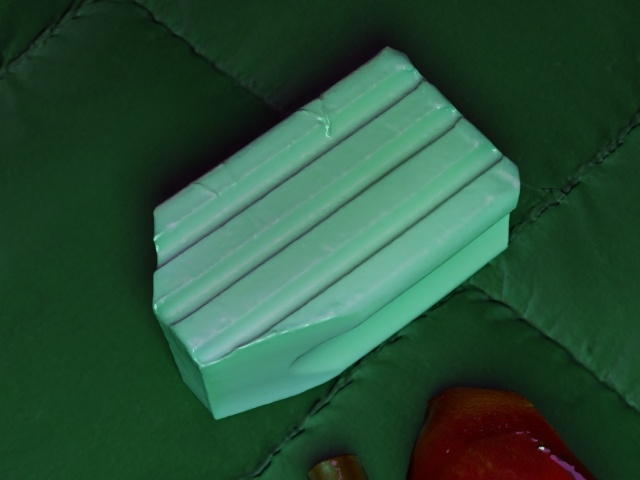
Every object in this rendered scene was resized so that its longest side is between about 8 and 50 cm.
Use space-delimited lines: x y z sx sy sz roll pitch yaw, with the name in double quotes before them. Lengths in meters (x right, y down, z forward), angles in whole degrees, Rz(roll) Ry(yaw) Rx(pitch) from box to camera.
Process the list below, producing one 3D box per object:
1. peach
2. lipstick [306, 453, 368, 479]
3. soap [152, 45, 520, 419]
"peach" 0.153 0.223 1.495 0.158 0.154 0.267 -29 64 -12
"lipstick" 0.063 0.311 1.489 0.081 0.081 0.300 -18 63 -8
"soap" 0.000 0.000 1.649 0.347 0.115 0.208 -36 65 -17
